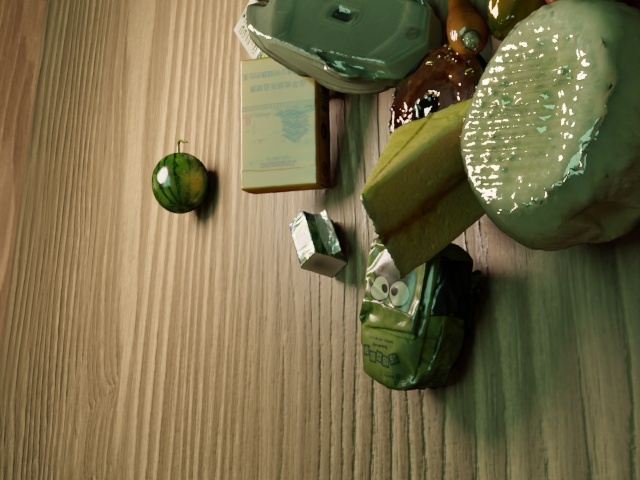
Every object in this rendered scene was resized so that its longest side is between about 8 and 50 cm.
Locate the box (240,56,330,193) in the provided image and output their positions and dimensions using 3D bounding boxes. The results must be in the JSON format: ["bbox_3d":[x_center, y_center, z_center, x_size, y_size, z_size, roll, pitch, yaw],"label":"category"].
[{"bbox_3d":[-0.073,-0.237,1.996,0.174,0.076,0.274,-3,84,24],"label":"box"}]

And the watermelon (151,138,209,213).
[{"bbox_3d":[-0.339,-0.156,2.378,0.140,0.140,0.187,-35,48,42],"label":"watermelon"}]

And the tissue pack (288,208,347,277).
[{"bbox_3d":[0.001,0.000,1.895,0.079,0.085,0.111,-46,43,32],"label":"tissue pack"}]

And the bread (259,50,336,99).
[{"bbox_3d":[-0.024,-0.420,2.044,0.178,0.135,0.240,13,91,57],"label":"bread"}]

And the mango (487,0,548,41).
[{"bbox_3d":[0.341,-0.425,1.534,0.156,0.151,0.249,27,97,20],"label":"mango"}]

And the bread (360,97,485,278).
[{"bbox_3d":[0.187,-0.080,1.486,0.163,0.168,0.264,-19,22,26],"label":"bread"}]

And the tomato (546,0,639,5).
[{"bbox_3d":[0.399,-0.439,1.399,0.236,0.095,0.237,-1,87,11],"label":"tomato"}]

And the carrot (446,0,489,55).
[{"bbox_3d":[0.240,-0.372,1.657,0.069,0.069,0.336,-57,12,23],"label":"carrot"}]

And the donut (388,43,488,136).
[{"bbox_3d":[0.215,-0.219,1.676,0.230,0.095,0.216,-60,36,18],"label":"donut"}]

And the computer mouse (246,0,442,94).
[{"bbox_3d":[0.050,-0.392,1.874,0.428,0.145,0.228,27,75,30],"label":"computer mouse"}]

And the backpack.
[{"bbox_3d":[0.154,0.120,1.598,0.207,0.140,0.254,10,92,55],"label":"backpack"}]

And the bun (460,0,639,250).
[{"bbox_3d":[0.361,-0.153,1.354,0.359,0.210,0.360,-36,44,45],"label":"bun"}]

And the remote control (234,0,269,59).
[{"bbox_3d":[-0.124,-0.462,2.271,0.103,0.055,0.277,-57,38,24],"label":"remote control"}]
